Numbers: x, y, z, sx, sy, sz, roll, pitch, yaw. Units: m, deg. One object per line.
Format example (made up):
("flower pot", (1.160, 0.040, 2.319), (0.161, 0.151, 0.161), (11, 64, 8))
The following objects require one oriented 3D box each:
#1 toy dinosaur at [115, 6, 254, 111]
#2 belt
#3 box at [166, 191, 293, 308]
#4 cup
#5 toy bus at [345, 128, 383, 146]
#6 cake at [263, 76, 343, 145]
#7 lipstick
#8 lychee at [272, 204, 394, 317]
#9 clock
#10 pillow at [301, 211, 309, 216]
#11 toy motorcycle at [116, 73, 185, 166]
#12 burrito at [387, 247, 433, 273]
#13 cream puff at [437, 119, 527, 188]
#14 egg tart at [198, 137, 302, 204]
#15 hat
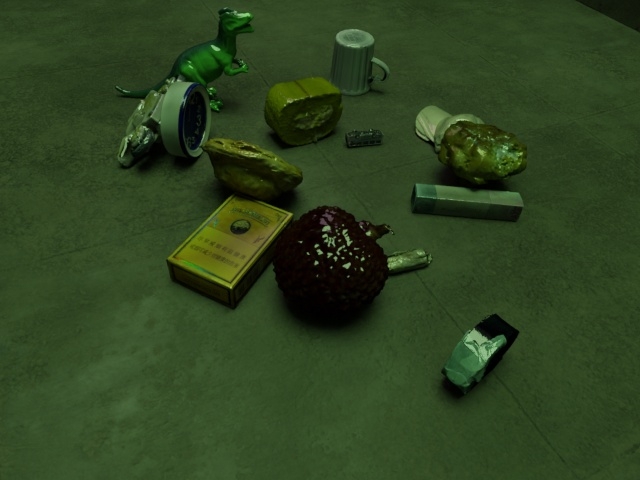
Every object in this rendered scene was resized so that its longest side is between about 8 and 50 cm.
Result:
("toy dinosaur", (-0.479, -0.617, 1.720), (0.500, 0.374, 0.144), (2, 54, -7))
("belt", (0.346, 0.244, 1.092), (0.198, 0.151, 0.078), (-32, 57, -28))
("box", (-0.224, 0.014, 1.311), (0.193, 0.084, 0.301), (22, 48, 15))
("cup", (0.149, -0.690, 1.951), (0.221, 0.202, 0.167), (-5, 49, -9))
("toy bus", (0.149, -0.351, 1.724), (0.130, 0.052, 0.037), (-7, 42, -15))
("cake", (-0.055, -0.436, 1.703), (0.260, 0.179, 0.156), (-17, 50, -24))
("lipstick", (0.434, -0.114, 1.508), (0.317, 0.066, 0.068), (5, 44, 0))
("lychee", (0.035, 0.045, 1.182), (0.300, 0.264, 0.264), (-31, 49, 8))
("clock", (-0.417, -0.375, 1.573), (0.083, 0.230, 0.230), (8, 45, 9))
("pillow", (0.000, 0.000, 1.381), (0.130, 0.033, 0.217), (8, 46, 1))
("toy motorcycle", (-0.548, -0.383, 1.615), (0.223, 0.108, 0.341), (-16, 48, 40))
("burrito", (0.216, 0.054, 1.341), (0.188, 0.045, 0.058), (-10, 73, -18))
("cream puff", (0.492, -0.248, 1.560), (0.281, 0.185, 0.282), (12, 33, -8))
("egg tart", (-0.201, -0.190, 1.432), (0.319, 0.319, 0.128), (18, 89, 13))
("hat", (0.463, -0.416, 1.761), (0.219, 0.164, 0.226), (-21, 72, -25))
